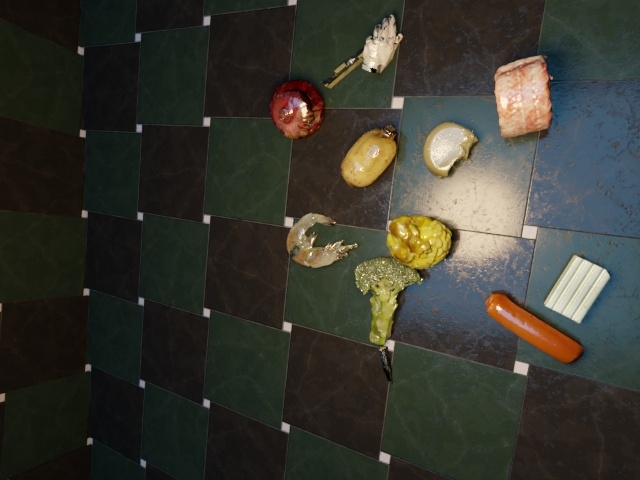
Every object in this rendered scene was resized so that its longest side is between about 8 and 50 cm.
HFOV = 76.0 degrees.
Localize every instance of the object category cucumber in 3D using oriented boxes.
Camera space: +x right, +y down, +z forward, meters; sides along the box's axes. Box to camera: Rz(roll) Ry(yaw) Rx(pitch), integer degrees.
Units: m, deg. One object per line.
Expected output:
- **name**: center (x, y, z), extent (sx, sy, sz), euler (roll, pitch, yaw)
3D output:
- **cucumber**: center (0.276, 0.525, 1.715), extent (0.039, 0.043, 0.163), euler (-15, 84, 65)

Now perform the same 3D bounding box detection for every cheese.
- **cheese**: center (0.469, -0.334, 1.528), extent (0.176, 0.091, 0.202), euler (31, 108, 22)

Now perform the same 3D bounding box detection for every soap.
- **soap**: center (0.860, 0.162, 1.373), extent (0.119, 0.067, 0.197), euler (30, 106, 21)

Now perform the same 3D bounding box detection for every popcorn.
- **popcorn**: center (0.361, 0.004, 1.519), extent (0.237, 0.252, 0.205), euler (26, 99, 19)

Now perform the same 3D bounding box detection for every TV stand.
- **TV stand**: center (0.114, -0.729, 1.712), extent (0.249, 0.036, 0.042), euler (-33, 77, 25)

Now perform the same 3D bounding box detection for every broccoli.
- **broccoli**: center (0.229, 0.233, 1.649), extent (0.252, 0.221, 0.360), euler (21, 110, -2)

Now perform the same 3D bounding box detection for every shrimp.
- **shrimp**: center (0.000, 0.000, 1.803), extent (0.361, 0.085, 0.246), euler (1, 87, 31)

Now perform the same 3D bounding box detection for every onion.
- **onion**: center (-0.105, -0.557, 1.751), extent (0.247, 0.190, 0.246), euler (11, 116, 23)

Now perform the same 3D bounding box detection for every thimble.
- **thimble**: center (0.668, -0.471, 1.344), extent (0.163, 0.239, 0.238), euler (-5, 91, 28)

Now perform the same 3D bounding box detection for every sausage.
- **sausage**: center (0.739, 0.310, 1.430), extent (0.349, 0.094, 0.097), euler (35, 112, 20)

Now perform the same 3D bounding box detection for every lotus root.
- **lotus root**: center (0.199, -0.338, 1.637), extent (0.160, 0.146, 0.284), euler (38, 117, -1)

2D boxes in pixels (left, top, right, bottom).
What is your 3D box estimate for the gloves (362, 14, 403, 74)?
- **gloves**: center (0.240, -0.766, 1.596), extent (0.128, 0.111, 0.212), euler (22, 116, 5)
